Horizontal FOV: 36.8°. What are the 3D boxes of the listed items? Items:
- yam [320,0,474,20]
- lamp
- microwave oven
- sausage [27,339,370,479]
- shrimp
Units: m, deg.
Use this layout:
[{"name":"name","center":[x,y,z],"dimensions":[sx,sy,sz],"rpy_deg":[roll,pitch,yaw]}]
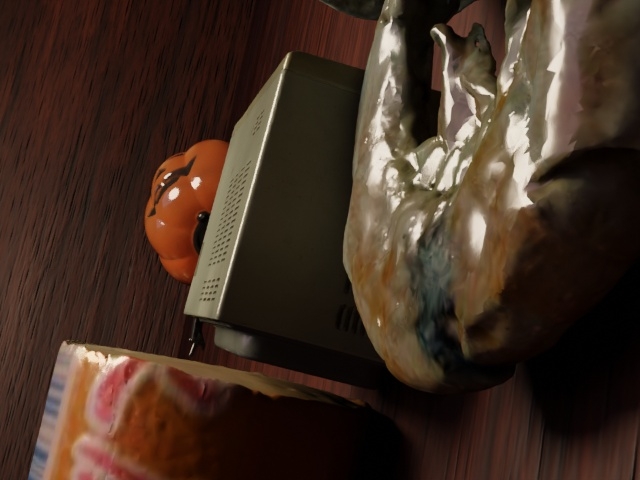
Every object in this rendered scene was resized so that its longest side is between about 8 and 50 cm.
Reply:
[{"name":"yam","center":[0.045,-0.333,0.679],"dimensions":[0.348,0.241,0.241],"rpy_deg":[-89,17,-53]},{"name":"lamp","center":[-0.125,-0.035,1.197],"dimensions":[0.164,0.188,0.187],"rpy_deg":[-108,33,-61]},{"name":"microwave oven","center":[0.000,0.000,0.655],"dimensions":[0.240,0.145,0.193],"rpy_deg":[164,118,-77]},{"name":"sausage","center":[-0.099,0.225,0.662],"dimensions":[0.233,0.233,0.287],"rpy_deg":[149,134,-74]},{"name":"shrimp","center":[0.088,-0.104,0.417],"dimensions":[0.247,0.085,0.360],"rpy_deg":[52,127,57]}]
